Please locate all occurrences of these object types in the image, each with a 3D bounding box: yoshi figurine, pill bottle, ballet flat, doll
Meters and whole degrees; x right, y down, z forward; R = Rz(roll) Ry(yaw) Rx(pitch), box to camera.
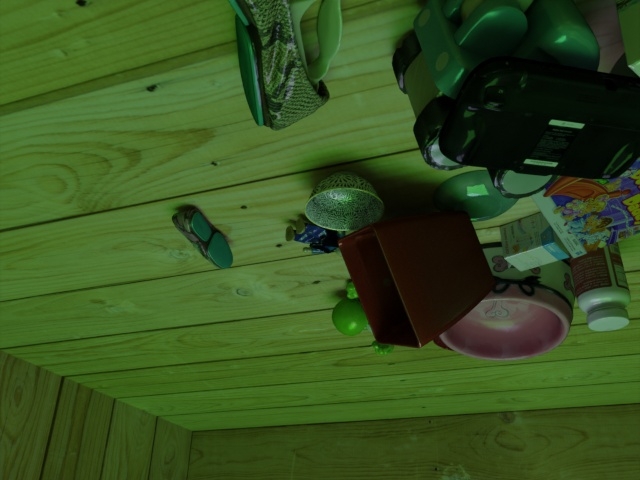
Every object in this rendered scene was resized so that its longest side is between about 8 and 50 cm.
[{"bbox_3d":[0.150,0.205,1.779,0.203,0.203,0.362,32,155,-11],"label":"yoshi figurine"},{"bbox_3d":[0.684,0.105,1.540,0.121,0.216,0.121,1,151,1],"label":"pill bottle"},{"bbox_3d":[-0.292,-0.006,1.547,0.079,0.076,0.221,8,151,28],"label":"ballet flat"},{"bbox_3d":[0.000,0.000,1.556,0.189,0.046,0.129,20,137,-41],"label":"doll"},{"bbox_3d":[-0.062,-0.335,0.882,0.182,0.164,0.482,-22,155,-2],"label":"ballet flat"}]

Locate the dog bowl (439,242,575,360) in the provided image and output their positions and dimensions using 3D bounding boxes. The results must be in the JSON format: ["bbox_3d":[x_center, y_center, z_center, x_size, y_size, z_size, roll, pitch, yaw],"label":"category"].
[{"bbox_3d":[0.488,0.185,1.701,0.408,0.150,0.408,6,143,4],"label":"dog bowl"}]

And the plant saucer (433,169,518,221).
[{"bbox_3d":[0.349,-0.086,1.398,0.195,0.037,0.195,2,150,1],"label":"plant saucer"}]

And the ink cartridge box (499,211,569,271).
[{"bbox_3d":[0.499,0.006,1.497,0.143,0.092,0.090,-23,143,35],"label":"ink cartridge box"}]

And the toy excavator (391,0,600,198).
[{"bbox_3d":[0.262,-0.318,0.854,0.433,0.222,0.445,16,135,-27],"label":"toy excavator"}]

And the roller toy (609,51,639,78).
[{"bbox_3d":[0.553,-0.214,0.966,0.191,0.146,0.209,-19,115,-8],"label":"roller toy"}]

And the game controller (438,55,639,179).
[{"bbox_3d":[0.324,-0.158,0.863,0.319,0.067,0.166,4,145,-17],"label":"game controller"}]

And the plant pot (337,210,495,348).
[{"bbox_3d":[0.221,0.065,1.400,0.236,0.267,0.267,-22,179,-16],"label":"plant pot"}]

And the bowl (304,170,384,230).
[{"bbox_3d":[0.051,-0.096,1.346,0.170,0.080,0.170,1,152,1],"label":"bowl"}]

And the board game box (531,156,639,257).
[{"bbox_3d":[0.543,-0.116,1.230,0.233,0.078,0.347,-26,137,26],"label":"board game box"}]

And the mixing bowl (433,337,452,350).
[{"bbox_3d":[0.449,0.280,1.974,0.182,0.098,0.181,10,155,5],"label":"mixing bowl"}]

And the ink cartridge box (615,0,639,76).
[{"bbox_3d":[0.485,-0.304,0.780,0.171,0.232,0.168,21,150,-35],"label":"ink cartridge box"}]
